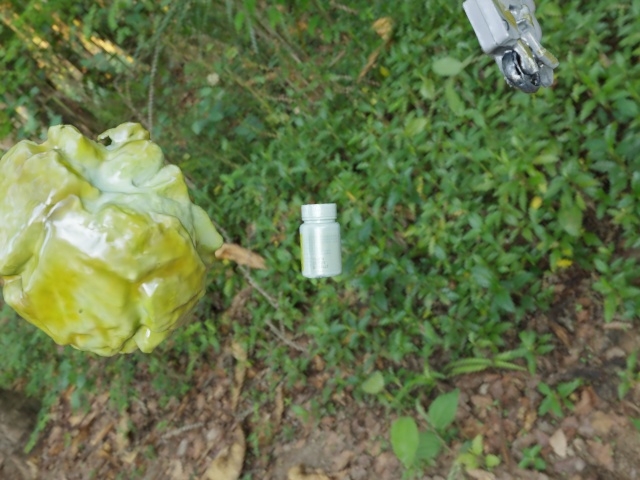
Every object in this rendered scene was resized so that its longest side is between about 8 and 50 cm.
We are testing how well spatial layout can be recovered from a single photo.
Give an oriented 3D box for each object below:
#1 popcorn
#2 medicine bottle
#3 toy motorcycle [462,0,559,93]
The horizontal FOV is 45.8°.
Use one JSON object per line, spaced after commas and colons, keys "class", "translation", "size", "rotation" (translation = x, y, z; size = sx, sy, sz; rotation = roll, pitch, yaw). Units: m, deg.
{"class": "popcorn", "translation": [-0.209, 0.003, 0.706], "size": [0.204, 0.221, 0.184], "rotation": [-40, 5, 42]}
{"class": "medicine bottle", "translation": [0.000, 0.000, 0.865], "size": [0.047, 0.047, 0.083], "rotation": [0, 94, 62]}
{"class": "toy motorcycle", "translation": [0.252, -0.304, 1.031], "size": [0.073, 0.225, 0.152], "rotation": [-30, -3, 39]}
